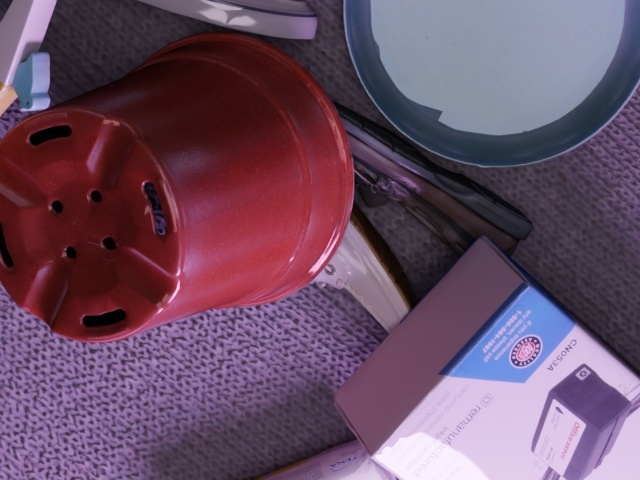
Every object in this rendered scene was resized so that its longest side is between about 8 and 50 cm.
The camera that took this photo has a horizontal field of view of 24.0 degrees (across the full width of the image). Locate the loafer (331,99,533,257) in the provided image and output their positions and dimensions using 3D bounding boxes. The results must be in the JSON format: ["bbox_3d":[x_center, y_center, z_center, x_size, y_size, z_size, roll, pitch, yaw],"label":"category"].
[{"bbox_3d":[0.083,-0.049,1.503,0.267,0.096,0.084,30,102,-10],"label":"loafer"}]

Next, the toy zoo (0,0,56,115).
[{"bbox_3d":[-0.327,-0.203,1.252,0.293,0.030,0.192,45,116,18],"label":"toy zoo"}]

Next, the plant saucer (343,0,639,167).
[{"bbox_3d":[0.179,-0.232,1.503,0.317,0.044,0.318,0,99,-3],"label":"plant saucer"}]

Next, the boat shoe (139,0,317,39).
[{"bbox_3d":[-0.125,-0.265,1.456,0.267,0.096,0.088,18,102,2],"label":"boat shoe"}]

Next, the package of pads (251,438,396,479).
[{"bbox_3d":[0.007,0.375,1.559,0.229,0.101,0.297,-22,100,0],"label":"package of pads"}]

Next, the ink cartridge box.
[{"bbox_3d":[0.204,0.181,1.482,0.307,0.129,0.223,39,95,-27],"label":"ink cartridge box"}]

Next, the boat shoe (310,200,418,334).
[{"bbox_3d":[0.000,0.000,1.506,0.096,0.098,0.277,-36,95,8],"label":"boat shoe"}]

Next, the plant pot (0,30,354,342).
[{"bbox_3d":[-0.145,-0.038,1.350,0.272,0.265,0.273,6,105,23],"label":"plant pot"}]
